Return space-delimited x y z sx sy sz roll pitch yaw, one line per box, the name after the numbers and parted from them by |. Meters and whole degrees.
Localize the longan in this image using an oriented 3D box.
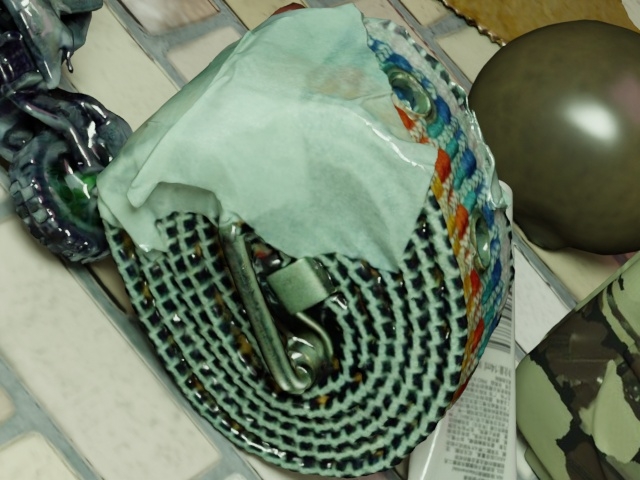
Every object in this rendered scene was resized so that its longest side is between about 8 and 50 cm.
0.201 -0.078 1.391 0.189 0.189 0.189 26 39 -24 | longan

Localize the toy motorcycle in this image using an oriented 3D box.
-0.170 -0.117 1.113 0.159 0.106 0.270 -22 83 -57 | toy motorcycle

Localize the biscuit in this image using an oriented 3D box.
0.198 -0.215 1.645 0.232 0.013 0.237 36 37 -10 | biscuit

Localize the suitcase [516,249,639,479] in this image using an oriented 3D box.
0.332 0.123 1.155 0.194 0.339 0.351 -15 65 -50 | suitcase

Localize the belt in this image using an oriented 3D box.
0.000 0.000 1.054 0.150 0.207 0.257 -53 127 -57 | belt

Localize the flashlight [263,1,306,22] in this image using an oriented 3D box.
0.035 -0.058 1.266 0.232 0.093 0.093 45 36 0 | flashlight

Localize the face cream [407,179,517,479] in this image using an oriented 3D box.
0.095 0.076 1.174 0.092 0.058 0.244 15 68 -31 | face cream
